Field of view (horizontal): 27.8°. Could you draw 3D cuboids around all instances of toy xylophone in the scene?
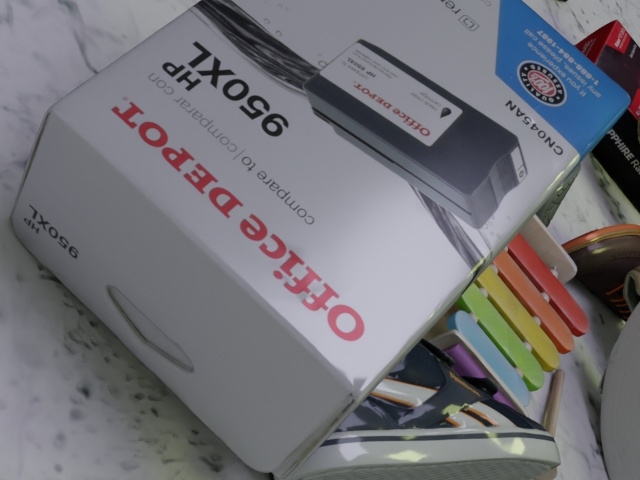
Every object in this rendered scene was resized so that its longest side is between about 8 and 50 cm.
[{"bbox_3d":[0.198,0.097,1.335,0.236,0.081,0.322,45,33,-16],"label":"toy xylophone"}]

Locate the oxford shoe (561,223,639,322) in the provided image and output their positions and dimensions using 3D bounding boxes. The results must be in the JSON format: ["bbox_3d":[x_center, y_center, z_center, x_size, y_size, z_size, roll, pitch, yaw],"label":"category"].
[{"bbox_3d":[0.386,0.046,1.622,0.271,0.097,0.098,13,57,-47],"label":"oxford shoe"}]

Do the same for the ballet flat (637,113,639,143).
[{"bbox_3d":[0.521,-0.034,1.771,0.123,0.123,0.348,4,71,-52],"label":"ballet flat"}]

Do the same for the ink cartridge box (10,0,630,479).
[{"bbox_3d":[0.009,-0.061,0.989,0.285,0.166,0.395,43,54,5],"label":"ink cartridge box"}]

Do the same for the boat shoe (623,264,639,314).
[{"bbox_3d":[0.432,0.171,1.551,0.103,0.113,0.302,-4,76,-17],"label":"boat shoe"}]

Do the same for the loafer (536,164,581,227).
[{"bbox_3d":[0.270,-0.092,1.618,0.087,0.094,0.251,27,25,1],"label":"loafer"}]

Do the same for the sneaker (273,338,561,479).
[{"bbox_3d":[0.085,0.145,1.098,0.321,0.126,0.127,13,56,-45],"label":"sneaker"}]

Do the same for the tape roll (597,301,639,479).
[{"bbox_3d":[0.470,0.178,1.334,0.072,0.392,0.392,21,45,-41],"label":"tape roll"}]

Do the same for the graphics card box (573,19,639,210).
[{"bbox_3d":[0.509,-0.142,1.960,0.371,0.094,0.233,51,32,-8],"label":"graphics card box"}]
